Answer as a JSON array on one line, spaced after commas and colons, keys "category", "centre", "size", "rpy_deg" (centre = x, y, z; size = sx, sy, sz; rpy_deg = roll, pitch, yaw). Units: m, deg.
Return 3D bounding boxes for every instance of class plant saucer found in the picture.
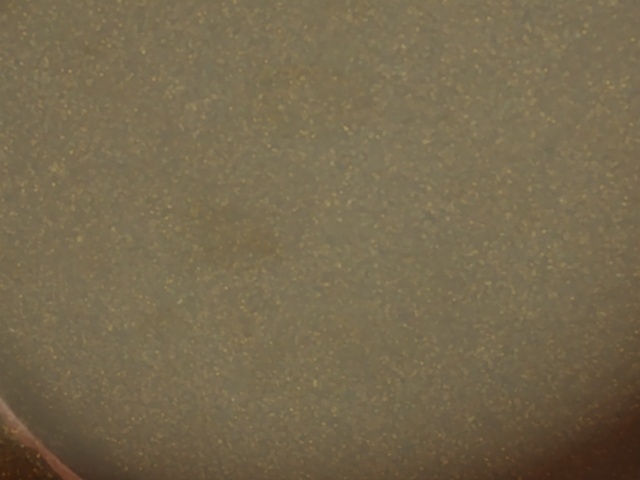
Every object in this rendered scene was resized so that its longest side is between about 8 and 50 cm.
[{"category": "plant saucer", "centre": [0.000, 0.000, 0.468], "size": [0.311, 0.050, 0.310], "rpy_deg": [3, 116, 7]}]

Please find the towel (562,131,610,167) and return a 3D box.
[{"category": "towel", "centre": [0.129, -0.212, 0.484], "size": [0.336, 0.040, 0.243], "rpy_deg": [-40, 77, 9]}]
